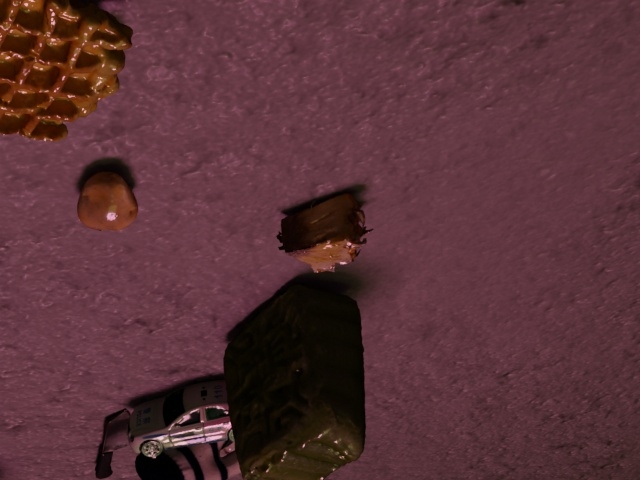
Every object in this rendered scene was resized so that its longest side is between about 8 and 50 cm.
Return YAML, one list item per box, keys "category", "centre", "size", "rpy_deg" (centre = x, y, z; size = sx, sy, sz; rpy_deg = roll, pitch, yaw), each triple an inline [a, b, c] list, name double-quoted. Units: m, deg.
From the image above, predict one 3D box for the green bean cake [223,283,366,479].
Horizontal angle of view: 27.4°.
- category: "green bean cake"
  centre: [-0.033, 0.208, 1.799]
  size: [0.125, 0.248, 0.222]
  rpy_deg: [13, 140, -36]

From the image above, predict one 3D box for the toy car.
- category: "toy car"
  centre: [-0.189, 0.265, 2.015]
  size: [0.224, 0.090, 0.076]
  rpy_deg: [-9, 126, -1]

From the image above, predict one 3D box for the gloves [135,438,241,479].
- category: "gloves"
  centre: [-0.184, 0.327, 2.106]
  size: [0.140, 0.131, 0.218]
  rpy_deg: [-16, -166, 43]

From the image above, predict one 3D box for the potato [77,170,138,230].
- category: "potato"
  centre: [-0.240, -0.044, 1.482]
  size: [0.068, 0.062, 0.083]
  rpy_deg: [-16, 133, -22]

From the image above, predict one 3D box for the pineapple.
- category: "pineapple"
  centre: [0.000, 0.000, 1.627]
  size: [0.116, 0.069, 0.137]
  rpy_deg: [1, 151, -22]

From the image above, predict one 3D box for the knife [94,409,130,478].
- category: "knife"
  centre: [-0.334, 0.329, 2.150]
  size: [0.060, 0.028, 0.230]
  rpy_deg: [-13, 151, -22]

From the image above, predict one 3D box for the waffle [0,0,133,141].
- category: "waffle"
  centre: [-0.281, -0.182, 1.213]
  size: [0.229, 0.057, 0.219]
  rpy_deg: [6, 147, -30]
